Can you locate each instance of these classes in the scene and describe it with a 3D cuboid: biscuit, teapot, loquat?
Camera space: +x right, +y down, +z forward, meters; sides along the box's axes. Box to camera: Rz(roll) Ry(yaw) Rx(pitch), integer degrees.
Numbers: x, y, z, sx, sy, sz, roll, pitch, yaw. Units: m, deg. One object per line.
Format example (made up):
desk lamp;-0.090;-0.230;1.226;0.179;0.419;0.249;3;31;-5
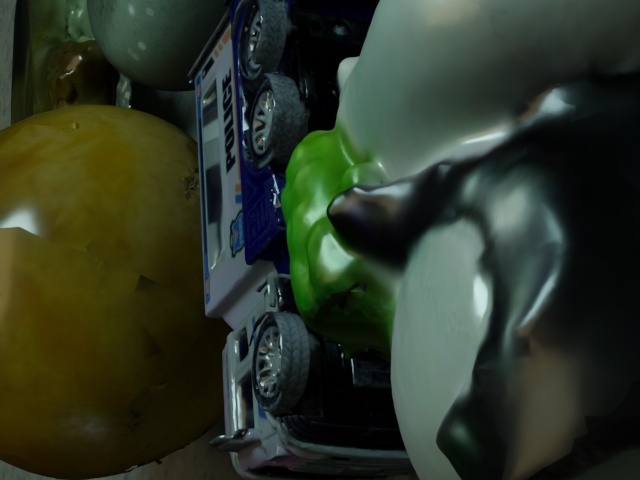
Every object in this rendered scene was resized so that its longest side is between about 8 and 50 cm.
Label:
biscuit;-0.216;-0.111;1.048;0.335;0.078;0.329;136;135;-65
teapot;-0.084;-0.196;0.842;0.193;0.130;0.294;-138;50;-64
loquat;-0.145;0.032;0.798;0.235;0.235;0.235;-22;63;56

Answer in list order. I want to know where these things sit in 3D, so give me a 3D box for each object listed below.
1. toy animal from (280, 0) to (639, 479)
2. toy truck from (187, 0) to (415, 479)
toy animal;0.093;-0.010;0.425;0.212;0.213;0.266;-54;43;38
toy truck;0.000;0.000;0.667;0.155;0.124;0.268;135;136;-55
